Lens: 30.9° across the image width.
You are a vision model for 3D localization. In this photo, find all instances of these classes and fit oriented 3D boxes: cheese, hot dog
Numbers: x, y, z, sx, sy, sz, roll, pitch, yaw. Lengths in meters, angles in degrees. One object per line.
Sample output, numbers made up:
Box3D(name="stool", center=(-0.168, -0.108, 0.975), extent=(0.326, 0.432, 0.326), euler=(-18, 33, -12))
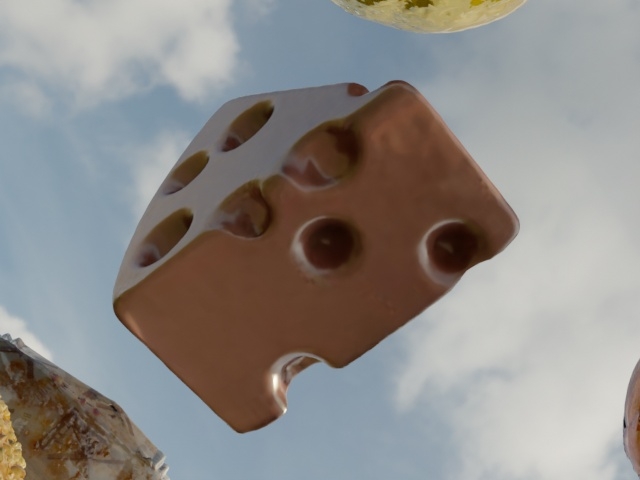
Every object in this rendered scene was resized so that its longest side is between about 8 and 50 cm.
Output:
Box3D(name="cheese", center=(-0.022, 0.015, 0.669), extent=(0.128, 0.177, 0.203), euler=(49, -21, -26))
Box3D(name="hot dog", center=(-0.228, 0.169, 0.955), extent=(0.252, 0.131, 0.069), euler=(43, -34, -4))

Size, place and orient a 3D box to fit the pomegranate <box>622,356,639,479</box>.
Box3D(name="pomegranate", center=(0.317, 0.121, 0.812), extent=(0.210, 0.235, 0.210), euler=(1, -51, 2))

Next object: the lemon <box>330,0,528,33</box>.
Box3D(name="lemon", center=(0.077, -0.253, 0.722), extent=(0.236, 0.263, 0.236), euler=(15, -62, 31))

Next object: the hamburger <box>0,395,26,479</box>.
Box3D(name="hamburger", center=(-0.317, 0.118, 0.723), extent=(0.170, 0.302, 0.302), euler=(-29, -96, 9))
